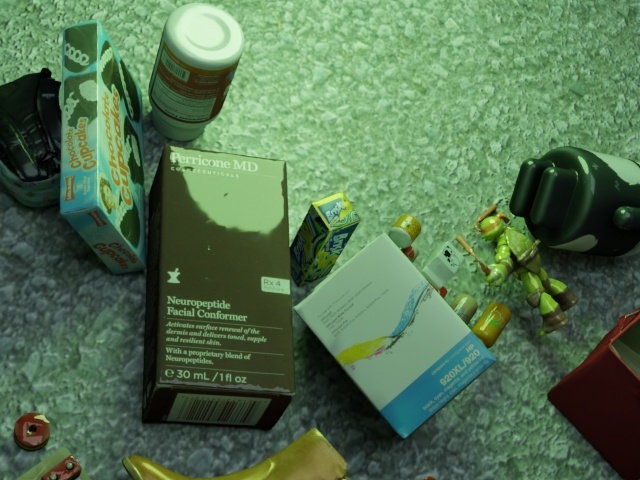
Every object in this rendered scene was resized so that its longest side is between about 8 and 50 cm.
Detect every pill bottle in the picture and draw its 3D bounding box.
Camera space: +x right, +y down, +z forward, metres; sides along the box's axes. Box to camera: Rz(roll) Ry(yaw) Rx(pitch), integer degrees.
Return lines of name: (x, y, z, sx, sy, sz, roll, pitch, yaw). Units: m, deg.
pill bottle: (-0.197, -0.250, 1.576, 0.121, 0.216, 0.121, 9, 58, -15)

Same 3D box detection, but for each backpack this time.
backpack: (-0.419, -0.142, 1.491, 0.152, 0.115, 0.182, -27, 69, -16)

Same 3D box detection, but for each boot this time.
boot: (-0.084, 0.312, 1.310, 0.295, 0.104, 0.211, 44, 78, -4)

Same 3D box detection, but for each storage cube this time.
storage cube: (0.500, 0.221, 1.558, 0.183, 0.193, 0.215, -36, 78, -33)

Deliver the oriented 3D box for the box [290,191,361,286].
box: (0.000, 0.000, 1.524, 0.059, 0.169, 0.054, -22, 69, -29)

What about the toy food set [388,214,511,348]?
toy food set: (0.168, 0.081, 1.566, 0.232, 0.111, 0.104, 45, 57, -9)

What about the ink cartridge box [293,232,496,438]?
ink cartridge box: (0.105, 0.137, 1.444, 0.168, 0.171, 0.233, -41, 78, -2)

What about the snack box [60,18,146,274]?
snack box: (-0.310, -0.134, 1.481, 0.060, 0.187, 0.322, -11, 61, 7)

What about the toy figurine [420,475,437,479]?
toy figurine: (0.158, 0.434, 1.340, 0.209, 0.148, 0.213, 20, 53, -15)

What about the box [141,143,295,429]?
box: (-0.145, 0.063, 1.454, 0.191, 0.143, 0.381, 6, 57, -16)

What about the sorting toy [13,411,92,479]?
sorting toy: (-0.324, 0.346, 1.271, 0.132, 0.046, 0.274, -34, 76, -33)

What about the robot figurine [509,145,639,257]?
robot figurine: (0.452, -0.065, 1.710, 0.278, 0.173, 0.209, 8, 52, -29)

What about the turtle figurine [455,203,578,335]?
turtle figurine: (0.323, 0.033, 1.645, 0.217, 0.087, 0.269, 51, 21, -5)
